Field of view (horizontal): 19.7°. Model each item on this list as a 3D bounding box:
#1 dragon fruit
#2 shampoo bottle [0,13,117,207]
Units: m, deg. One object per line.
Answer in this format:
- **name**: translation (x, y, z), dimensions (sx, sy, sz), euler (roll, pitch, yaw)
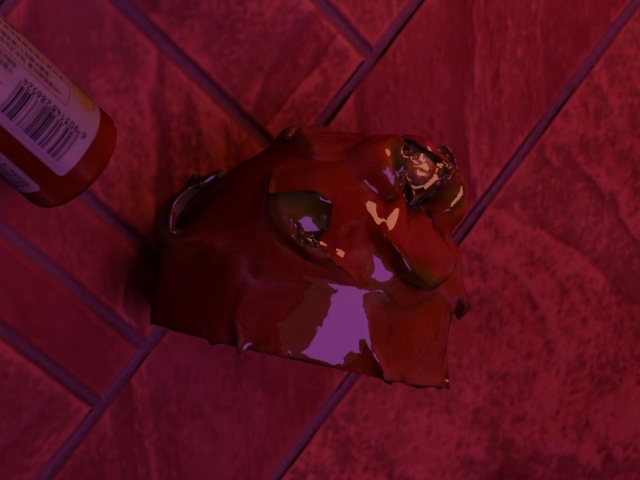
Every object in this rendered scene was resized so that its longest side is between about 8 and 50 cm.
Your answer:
- **dragon fruit**: translation (0.000, 0.000, 1.694), dimensions (0.305, 0.305, 0.225), euler (10, 93, -36)
- **shampoo bottle**: translation (-0.295, -0.145, 1.540), dimensions (0.104, 0.104, 0.278), euler (-52, 127, -8)
